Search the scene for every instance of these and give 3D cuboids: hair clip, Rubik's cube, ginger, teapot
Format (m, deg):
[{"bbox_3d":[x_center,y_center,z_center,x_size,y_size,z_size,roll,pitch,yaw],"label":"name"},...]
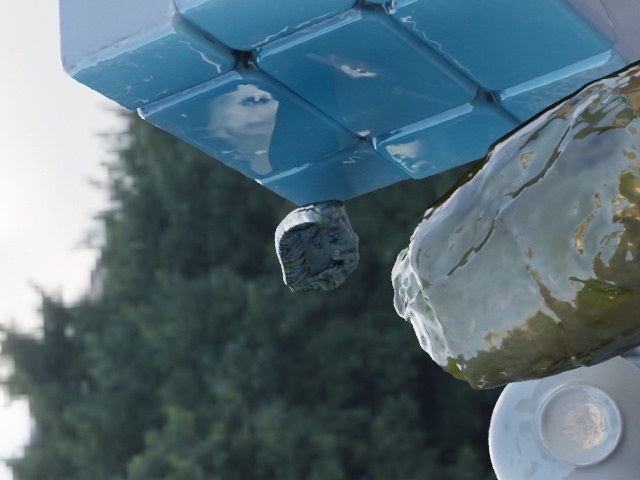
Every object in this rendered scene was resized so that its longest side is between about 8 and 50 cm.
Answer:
[{"bbox_3d":[-0.001,-0.002,1.479,0.229,0.066,0.036,87,164,-76],"label":"hair clip"},{"bbox_3d":[0.024,-0.246,1.410,0.322,0.316,0.319,31,-132,-52],"label":"Rubik's cube"},{"bbox_3d":[0.149,-0.027,0.792,0.116,0.263,0.109,49,-168,-54],"label":"ginger"},{"bbox_3d":[0.203,0.166,1.568,0.092,0.145,0.226,60,-135,-69],"label":"teapot"}]
